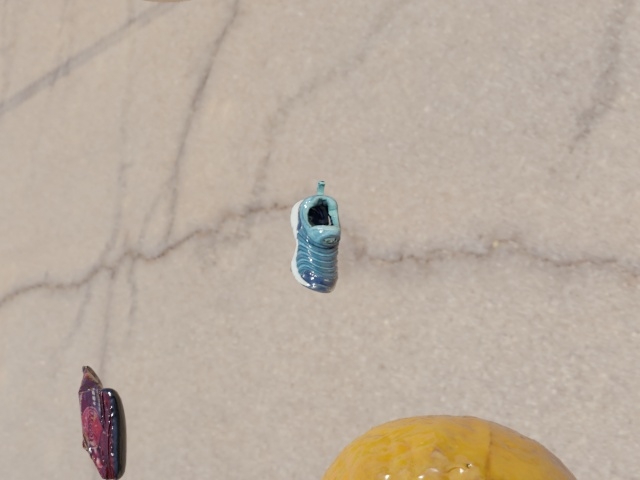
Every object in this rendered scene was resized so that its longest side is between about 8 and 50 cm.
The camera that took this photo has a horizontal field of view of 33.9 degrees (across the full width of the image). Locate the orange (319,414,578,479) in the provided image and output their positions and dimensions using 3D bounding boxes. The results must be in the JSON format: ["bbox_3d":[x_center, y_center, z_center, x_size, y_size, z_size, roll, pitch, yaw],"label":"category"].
[{"bbox_3d":[0.140,0.350,1.119,0.340,0.293,0.341,1,93,12],"label":"orange"}]

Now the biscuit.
[{"bbox_3d":[-0.351,0.290,1.678,0.235,0.063,0.151,-167,73,-73],"label":"biscuit"}]

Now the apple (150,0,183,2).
[{"bbox_3d":[-0.163,-0.352,1.018,0.309,0.314,0.252,-22,76,36],"label":"apple"}]

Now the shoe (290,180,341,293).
[{"bbox_3d":[0.000,0.000,1.297,0.071,0.063,0.143,127,148,-49],"label":"shoe"}]
